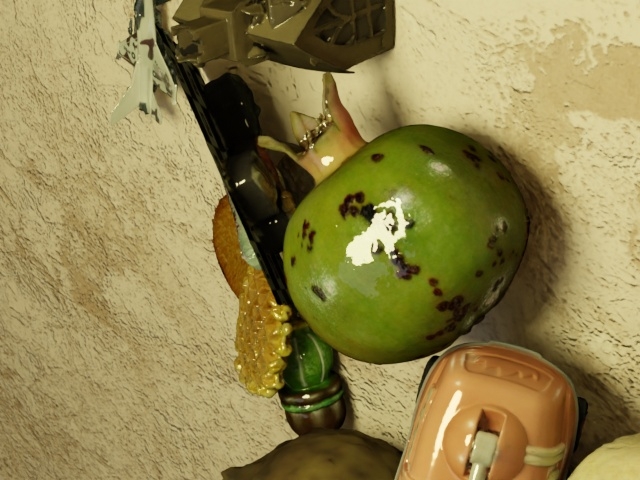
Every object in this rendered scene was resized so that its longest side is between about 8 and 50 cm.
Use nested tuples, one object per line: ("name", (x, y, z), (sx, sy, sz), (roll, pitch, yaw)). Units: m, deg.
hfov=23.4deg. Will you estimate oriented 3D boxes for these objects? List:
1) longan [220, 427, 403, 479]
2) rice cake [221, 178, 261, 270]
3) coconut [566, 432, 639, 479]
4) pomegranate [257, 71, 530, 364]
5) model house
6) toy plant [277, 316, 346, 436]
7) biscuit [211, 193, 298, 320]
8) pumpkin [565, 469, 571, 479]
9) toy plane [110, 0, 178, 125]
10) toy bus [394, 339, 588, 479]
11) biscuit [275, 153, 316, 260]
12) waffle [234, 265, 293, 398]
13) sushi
("longan", (-0.001, 0.443, 2.019), (0.391, 0.391, 0.391), (27, 130, 37))
("rice cake", (-0.101, -0.038, 2.046), (0.033, 0.033, 0.207), (-36, 40, 15))
("coconut", (0.394, 0.332, 1.582), (0.329, 0.329, 0.329), (27, 130, 37))
("pomegranate", (0.074, -0.022, 1.723), (0.291, 0.291, 0.323), (-13, 121, 51))
("model house", (-0.070, -0.280, 1.769), (0.211, 0.243, 0.204), (18, 125, 42))
("toy plant", (-0.018, 0.184, 2.118), (0.093, 0.093, 0.162), (2, 110, 48))
("biscuit", (-0.099, 0.026, 2.165), (0.126, 0.025, 0.206), (-13, 101, 51))
("pumpkin", (0.212, 0.296, 1.885), (0.202, 0.140, 0.202), (9, 107, 31))
("toy plane", (-0.230, -0.263, 2.109), (0.160, 0.082, 0.234), (40, 123, 40))
("toy bus", (0.178, 0.257, 1.693), (0.194, 0.232, 0.287), (16, 94, 7))
("biscuit", (0.000, 0.000, 2.021), (0.188, 0.040, 0.265), (24, 132, 44))
("waffle", (-0.078, 0.120, 2.076), (0.191, 0.038, 0.191), (-177, 90, -70))
("sushi", (-0.081, -0.095, 1.909), (0.343, 0.064, 0.359), (23, -138, -86))
